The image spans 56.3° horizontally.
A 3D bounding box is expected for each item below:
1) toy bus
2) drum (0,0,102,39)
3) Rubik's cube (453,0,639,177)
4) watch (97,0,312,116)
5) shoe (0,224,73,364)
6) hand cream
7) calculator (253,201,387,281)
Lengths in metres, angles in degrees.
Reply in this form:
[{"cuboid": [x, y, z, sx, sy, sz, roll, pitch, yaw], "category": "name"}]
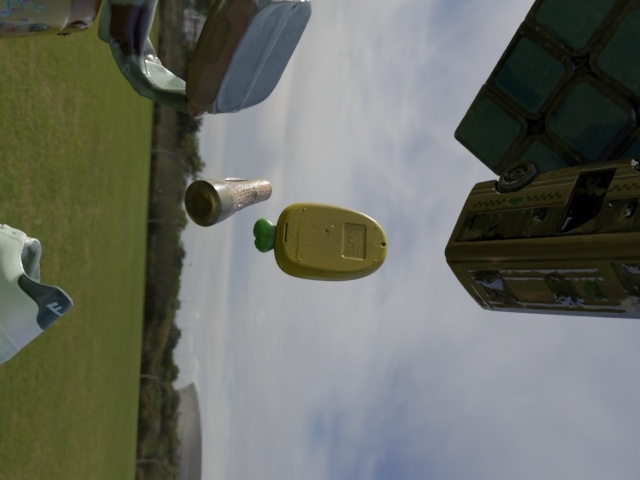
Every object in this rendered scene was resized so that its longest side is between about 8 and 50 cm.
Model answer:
[{"cuboid": [0.287, 0.001, 0.640, 0.290, 0.139, 0.157, -3, -134, 50], "category": "toy bus"}, {"cuboid": [-0.427, -0.451, 0.711, 0.431, 0.214, 0.430, 31, -50, 46], "category": "drum"}, {"cuboid": [0.430, -0.195, 0.829, 0.301, 0.304, 0.305, 46, -44, 22], "category": "Rubik's cube"}, {"cuboid": [-0.167, -0.293, 0.792, 0.253, 0.241, 0.162, -56, 166, 30], "category": "watch"}, {"cuboid": [-0.386, 0.019, 0.696, 0.265, 0.110, 0.095, 49, -23, 23], "category": "shoe"}, {"cuboid": [-0.158, -0.083, 1.120, 0.203, 0.084, 0.083, -22, 124, -56], "category": "hand cream"}, {"cuboid": [0.000, 0.000, 1.035, 0.032, 0.235, 0.146, 106, -11, -62], "category": "calculator"}]
